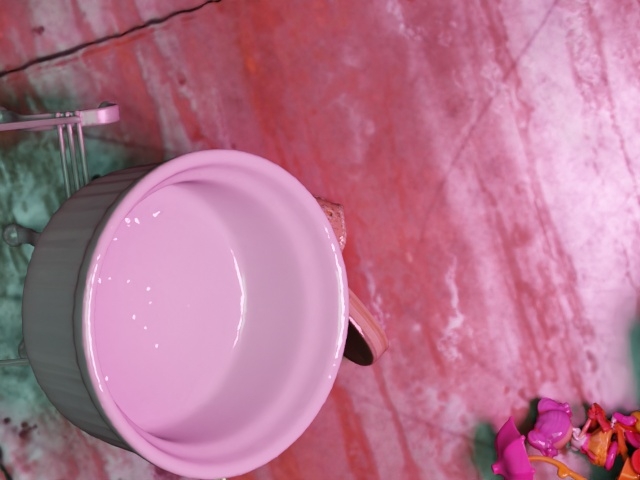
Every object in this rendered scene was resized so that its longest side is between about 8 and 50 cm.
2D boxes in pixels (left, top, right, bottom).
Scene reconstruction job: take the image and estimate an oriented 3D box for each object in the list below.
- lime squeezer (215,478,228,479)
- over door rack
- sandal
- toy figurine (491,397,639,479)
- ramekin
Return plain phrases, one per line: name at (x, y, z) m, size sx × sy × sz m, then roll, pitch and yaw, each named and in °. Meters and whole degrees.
lime squeezer at (-0.028, 0.363, 1.868) m, size 0.310 × 0.059 × 0.110 m, roll 46°, pitch 60°, yaw -6°
over door rack at (-0.327, 0.005, 1.781) m, size 0.324 × 0.108 × 0.239 m, roll -7°, pitch 97°, yaw 1°
sandal at (-0.003, 0.001, 1.824) m, size 0.079 × 0.088 × 0.240 m, roll -44°, pitch 105°, yaw -29°
toy figurine at (0.243, 0.198, 1.831) m, size 0.159 × 0.130 × 0.173 m, roll 21°, pitch 61°, yaw 8°
ramekin at (-0.122, 0.060, 1.698) m, size 0.277 × 0.135 × 0.277 m, roll -1°, pitch 92°, yaw -40°
